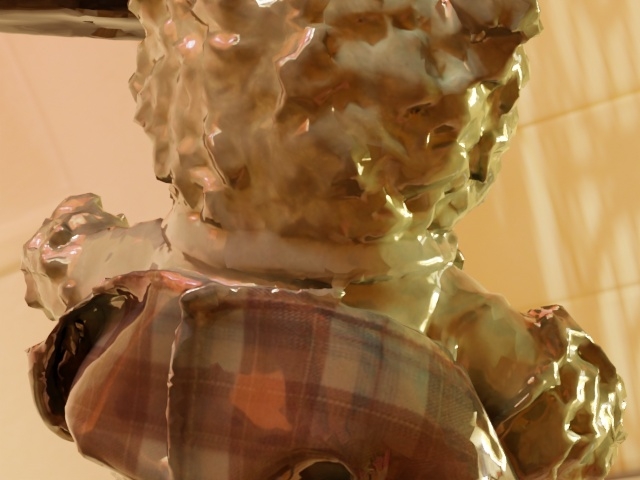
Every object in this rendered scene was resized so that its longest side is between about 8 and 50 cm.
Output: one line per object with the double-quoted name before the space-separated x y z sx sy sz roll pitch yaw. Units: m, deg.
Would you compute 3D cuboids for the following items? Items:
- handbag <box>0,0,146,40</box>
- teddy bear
"handbag" -0.060 -0.160 0.623 0.181 0.254 0.181 -67 -22 -67
"teddy bear" -0.007 0.016 0.380 0.111 0.133 0.213 -56 -29 -51
